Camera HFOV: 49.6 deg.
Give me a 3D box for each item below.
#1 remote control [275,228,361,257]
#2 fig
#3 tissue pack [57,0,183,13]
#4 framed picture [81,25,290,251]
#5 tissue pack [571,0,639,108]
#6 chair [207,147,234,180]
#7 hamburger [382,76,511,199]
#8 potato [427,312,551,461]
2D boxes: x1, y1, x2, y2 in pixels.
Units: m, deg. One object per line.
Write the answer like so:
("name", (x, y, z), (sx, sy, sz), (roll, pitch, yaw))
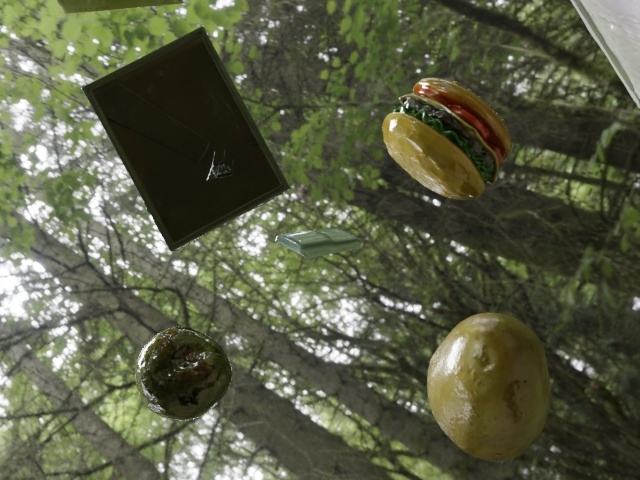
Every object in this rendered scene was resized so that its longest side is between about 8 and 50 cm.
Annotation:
("remote control", (0.000, 0.000, 1.112), (0.162, 0.061, 0.029), (-11, -59, -53))
("fig", (-0.204, 0.216, 0.981), (0.127, 0.132, 0.185), (-75, 7, -67))
("tissue pack", (-0.384, -0.525, 1.288), (0.234, 0.125, 0.159), (-7, -99, -8))
("framed picture", (-0.316, -0.241, 1.640), (0.326, 0.028, 0.446), (-28, -91, -5))
("tissue pack", (0.331, -0.256, 0.444), (0.338, 0.160, 0.242), (-42, -59, 12))
("chair", (-0.194, -0.136, 1.353), (0.037, 0.042, 0.086), (-15, -30, -27))
("hamburger", (0.155, -0.123, 0.850), (0.115, 0.162, 0.162), (-50, -41, -2))
("potato", (0.237, 0.179, 0.943), (0.158, 0.178, 0.204), (82, -149, -60))
